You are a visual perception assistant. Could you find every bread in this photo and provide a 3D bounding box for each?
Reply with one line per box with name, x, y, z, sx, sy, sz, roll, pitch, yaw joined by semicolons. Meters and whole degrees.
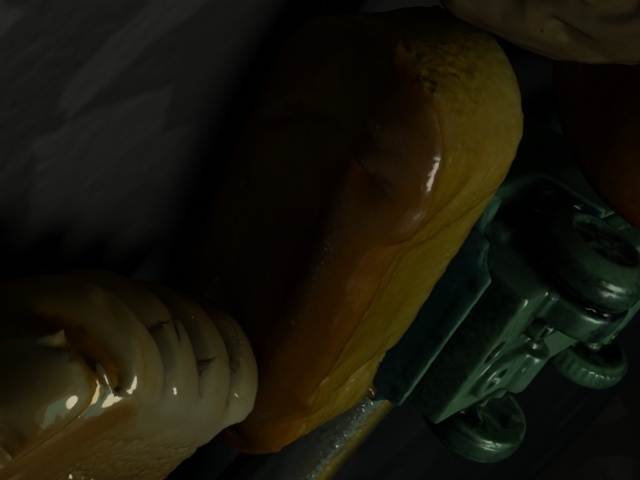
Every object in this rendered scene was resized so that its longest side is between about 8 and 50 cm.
bread;-0.099;0.062;0.549;0.119;0.084;0.177;-35;162;9
bread;0.000;0.000;0.612;0.094;0.102;0.245;-23;152;-42

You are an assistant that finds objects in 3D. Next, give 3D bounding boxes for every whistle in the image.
whistle;0.002;0.138;0.955;0.326;0.057;0.068;-49;160;9

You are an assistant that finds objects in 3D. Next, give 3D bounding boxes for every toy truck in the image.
toy truck;0.127;0.013;0.813;0.279;0.156;0.155;-19;148;-53

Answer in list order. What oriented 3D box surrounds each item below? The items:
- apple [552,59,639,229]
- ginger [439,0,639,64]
apple;0.225;-0.088;0.734;0.235;0.210;0.173;-27;161;-45
ginger;0.127;-0.141;0.549;0.267;0.138;0.152;-44;150;-45
